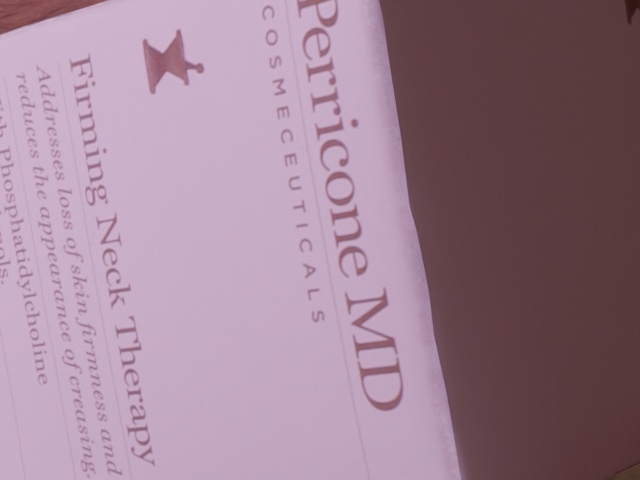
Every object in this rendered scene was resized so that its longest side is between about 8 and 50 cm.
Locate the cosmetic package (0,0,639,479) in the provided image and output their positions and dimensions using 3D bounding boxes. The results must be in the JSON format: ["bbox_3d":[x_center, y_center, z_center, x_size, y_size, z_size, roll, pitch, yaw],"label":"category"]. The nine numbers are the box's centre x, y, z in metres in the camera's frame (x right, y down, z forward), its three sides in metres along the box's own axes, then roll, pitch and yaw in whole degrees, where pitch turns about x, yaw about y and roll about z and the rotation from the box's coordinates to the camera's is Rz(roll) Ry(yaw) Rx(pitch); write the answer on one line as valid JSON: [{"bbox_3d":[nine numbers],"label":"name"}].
[{"bbox_3d":[0.000,0.000,1.097,0.394,0.329,0.327,-10,1,39],"label":"cosmetic package"}]
